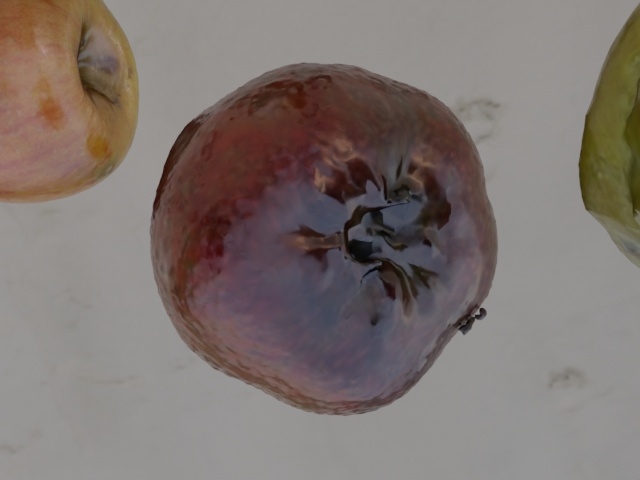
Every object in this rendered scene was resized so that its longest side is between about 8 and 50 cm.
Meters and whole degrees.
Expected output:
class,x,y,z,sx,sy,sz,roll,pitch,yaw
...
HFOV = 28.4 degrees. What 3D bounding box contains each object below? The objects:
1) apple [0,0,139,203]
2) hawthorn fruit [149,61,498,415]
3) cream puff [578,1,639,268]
class,x,y,z,sx,sy,sz,roll,pitch,yaw
apple,-0.368,-0.184,1.479,0.275,0.299,0.299,-12,145,12
hawthorn fruit,-0.021,-0.019,1.068,0.284,0.369,0.285,-8,110,-22
cream puff,0.316,-0.070,0.677,0.324,0.257,0.291,24,177,-17
